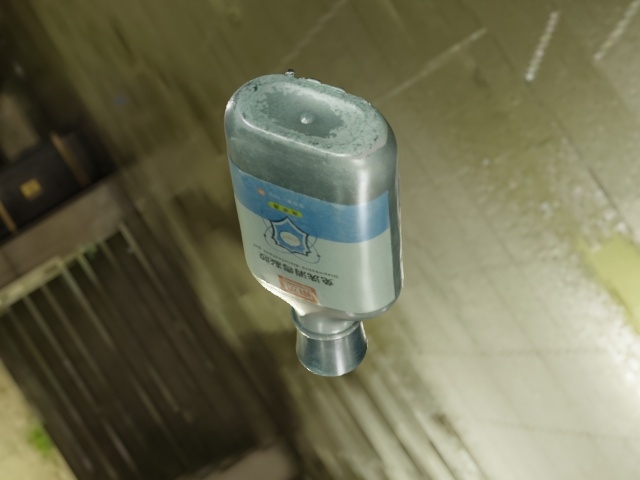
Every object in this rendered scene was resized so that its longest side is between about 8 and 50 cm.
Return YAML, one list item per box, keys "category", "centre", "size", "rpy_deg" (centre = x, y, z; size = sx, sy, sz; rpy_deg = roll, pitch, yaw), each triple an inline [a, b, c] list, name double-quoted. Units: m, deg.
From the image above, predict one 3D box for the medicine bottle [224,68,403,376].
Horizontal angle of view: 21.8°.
- category: "medicine bottle"
  centre: [0.000, 0.000, 0.876]
  size: [0.090, 0.054, 0.208]
  rpy_deg: [19, 147, 17]
